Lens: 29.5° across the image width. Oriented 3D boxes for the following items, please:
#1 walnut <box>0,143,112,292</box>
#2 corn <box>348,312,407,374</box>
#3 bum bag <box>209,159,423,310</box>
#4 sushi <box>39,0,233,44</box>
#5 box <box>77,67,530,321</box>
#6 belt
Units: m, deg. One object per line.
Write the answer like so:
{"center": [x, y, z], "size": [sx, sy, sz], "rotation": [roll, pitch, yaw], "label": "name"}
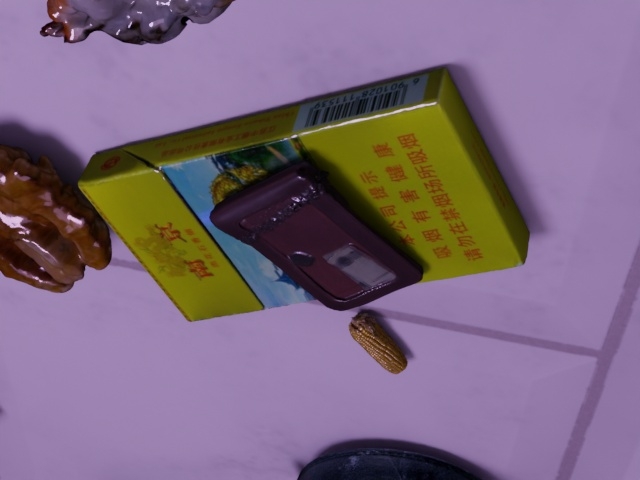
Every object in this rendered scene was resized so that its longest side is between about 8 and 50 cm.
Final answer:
{"center": [-0.266, -0.025, 1.072], "size": [0.143, 0.069, 0.170], "rotation": [-26, 126, 36], "label": "walnut"}
{"center": [0.054, 0.095, 1.134], "size": [0.028, 0.027, 0.083], "rotation": [-20, 130, 32], "label": "corn"}
{"center": [0.000, 0.000, 0.983], "size": [0.109, 0.026, 0.159], "rotation": [-23, 132, 36], "label": "bum bag"}
{"center": [-0.035, -0.208, 0.750], "size": [0.332, 0.124, 0.130], "rotation": [-7, 126, 22], "label": "sushi"}
{"center": [-0.017, -0.027, 1.007], "size": [0.335, 0.047, 0.187], "rotation": [-10, 133, 28], "label": "box"}
{"center": [0.072, 0.310, 1.301], "size": [0.267, 0.116, 0.206], "rotation": [19, 136, -7], "label": "belt"}
